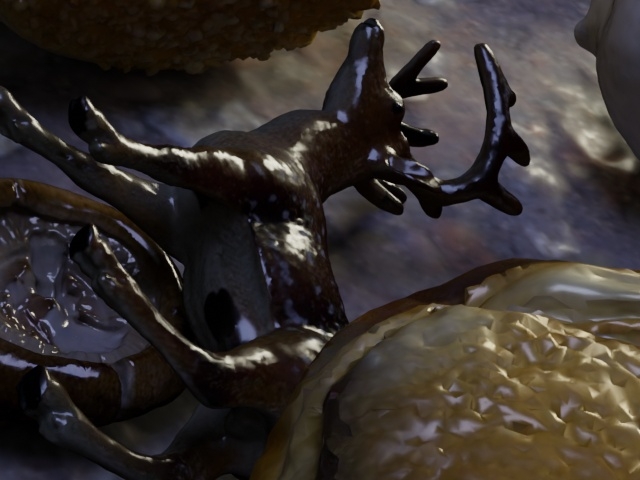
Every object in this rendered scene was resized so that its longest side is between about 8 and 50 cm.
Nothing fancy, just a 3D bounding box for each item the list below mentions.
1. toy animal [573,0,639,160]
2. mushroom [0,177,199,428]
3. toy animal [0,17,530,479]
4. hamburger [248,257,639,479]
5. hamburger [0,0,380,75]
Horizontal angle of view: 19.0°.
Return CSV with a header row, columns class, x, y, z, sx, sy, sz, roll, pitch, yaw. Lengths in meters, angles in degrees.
class,x,y,z,sx,sy,sz,roll,pitch,yaw
toy animal,0.243,-0.129,0.923,0.206,0.272,0.265,14,43,41
mushroom,-0.105,0.028,0.732,0.123,0.052,0.123,17,42,-15
toy animal,-0.014,0.006,0.750,0.260,0.087,0.243,20,57,-42
hamburger,0.118,0.147,0.565,0.304,0.174,0.284,9,40,-9
hamburger,-0.048,-0.211,0.857,0.302,0.302,0.170,-13,53,-32
